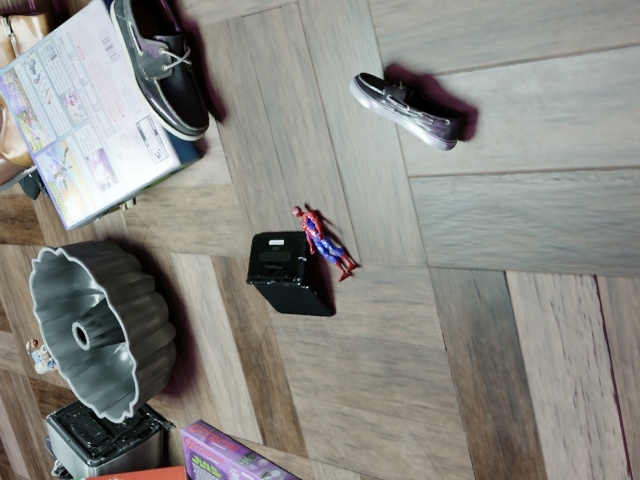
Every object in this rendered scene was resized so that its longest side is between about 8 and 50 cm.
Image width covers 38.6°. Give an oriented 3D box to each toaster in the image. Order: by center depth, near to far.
[{"bbox_3d":[-0.395,0.374,1.722,0.185,0.168,0.110,33,134,34],"label":"toaster"}]

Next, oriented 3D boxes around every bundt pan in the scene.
[{"bbox_3d":[-0.368,0.145,1.599,0.330,0.124,0.331,24,126,38],"label":"bundt pan"}]

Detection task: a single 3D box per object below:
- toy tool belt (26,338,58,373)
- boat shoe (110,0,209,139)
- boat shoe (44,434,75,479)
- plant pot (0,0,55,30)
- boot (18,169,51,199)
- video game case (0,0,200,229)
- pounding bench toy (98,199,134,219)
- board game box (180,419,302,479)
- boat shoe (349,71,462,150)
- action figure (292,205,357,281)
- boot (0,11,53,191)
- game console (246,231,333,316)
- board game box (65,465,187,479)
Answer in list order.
[{"bbox_3d":[-0.591,0.245,1.970,0.051,0.052,0.083,-17,102,19],"label":"toy tool belt"},{"bbox_3d":[-0.214,-0.247,1.246,0.079,0.084,0.233,-29,85,52],"label":"boat shoe"},{"bbox_3d":[-0.577,0.511,2.076,0.206,0.065,0.075,33,132,33],"label":"boat shoe"},{"bbox_3d":[-0.555,-0.379,1.536,0.237,0.109,0.237,24,127,37],"label":"plant pot"},{"bbox_3d":[-0.524,-0.109,1.697,0.099,0.045,0.121,-46,67,47],"label":"boot"},{"bbox_3d":[-0.339,-0.186,1.370,0.244,0.061,0.270,-25,90,27],"label":"video game case"},{"bbox_3d":[-0.358,-0.067,1.518,0.083,0.065,0.052,17,122,42],"label":"pounding bench toy"},{"bbox_3d":[-0.100,0.456,1.532,0.346,0.056,0.208,20,128,41],"label":"board game box"},{"bbox_3d":[0.094,-0.149,0.989,0.142,0.049,0.040,36,128,21],"label":"boat shoe"},{"bbox_3d":[0.000,0.000,1.188,0.115,0.030,0.038,53,145,16],"label":"action figure"},{"bbox_3d":[-0.531,-0.223,1.497,0.264,0.096,0.280,-6,119,13],"label":"boot"},{"bbox_3d":[-0.039,0.047,1.268,0.122,0.071,0.107,-2,79,48],"label":"game console"},{"bbox_3d":[-0.402,0.514,1.669,0.242,0.316,0.064,101,160,-48],"label":"board game box"}]
